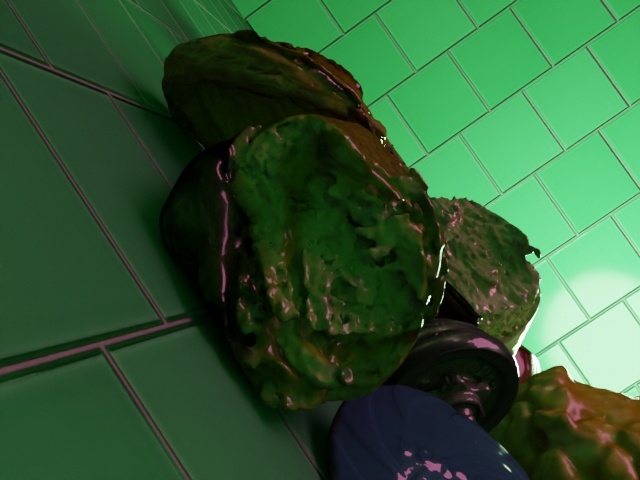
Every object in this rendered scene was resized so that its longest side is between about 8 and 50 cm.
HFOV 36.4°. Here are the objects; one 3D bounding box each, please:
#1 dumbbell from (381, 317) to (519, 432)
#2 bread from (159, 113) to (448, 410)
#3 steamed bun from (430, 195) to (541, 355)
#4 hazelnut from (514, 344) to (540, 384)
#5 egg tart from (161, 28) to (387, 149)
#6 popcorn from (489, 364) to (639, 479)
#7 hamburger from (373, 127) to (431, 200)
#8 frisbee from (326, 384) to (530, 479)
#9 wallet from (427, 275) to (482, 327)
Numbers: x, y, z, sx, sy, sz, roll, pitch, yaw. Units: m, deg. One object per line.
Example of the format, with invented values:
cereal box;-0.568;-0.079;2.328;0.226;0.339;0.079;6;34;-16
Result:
dumbbell;0.105;0.094;1.207;0.179;0.179;0.406;49;10;-38
bread;0.000;0.000;0.917;0.251;0.208;0.376;60;4;-1
steamed bun;0.178;0.090;1.593;0.290;0.272;0.274;-114;-158;-51
hazelnut;0.310;0.265;1.742;0.210;0.186;0.210;49;-13;15
egg tart;-0.050;-0.154;1.120;0.278;0.095;0.279;18;-24;8
popcorn;0.389;0.364;1.303;0.389;0.354;0.344;12;29;-6
hamburger;0.093;-0.104;1.962;0.277;0.195;0.318;56;5;-5
frisbee;0.130;0.233;0.846;0.289;0.049;0.289;32;27;-19
wallet;0.175;0.178;1.374;0.137;0.031;0.255;-124;-151;-54
